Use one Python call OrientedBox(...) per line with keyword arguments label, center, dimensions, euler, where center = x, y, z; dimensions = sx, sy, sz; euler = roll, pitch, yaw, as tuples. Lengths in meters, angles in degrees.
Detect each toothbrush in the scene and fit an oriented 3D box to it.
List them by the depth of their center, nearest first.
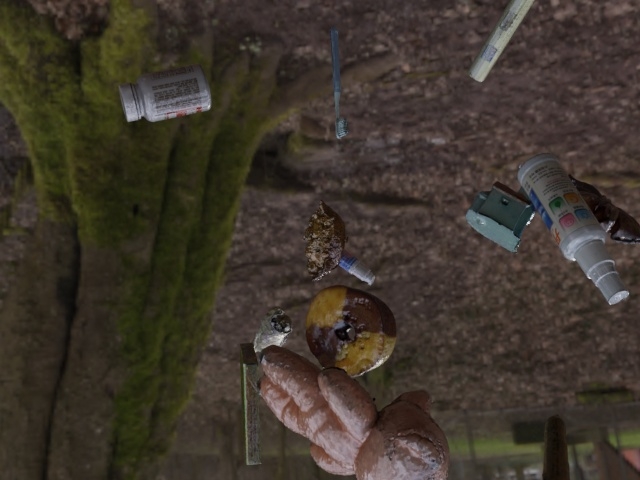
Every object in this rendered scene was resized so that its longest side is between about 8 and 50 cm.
OrientedBox(label="toothbrush", center=(0.029, -0.269, 1.460), dimensions=(0.019, 0.220, 0.016), euler=(-21, 150, 34))

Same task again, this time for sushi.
OrientedBox(label="sushi", center=(0.003, 0.000, 1.270), dimensions=(0.061, 0.118, 0.060), euler=(-8, 174, 42))

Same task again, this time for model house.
OrientedBox(label="model house", center=(0.435, -0.076, 2.001), dimensions=(0.148, 0.149, 0.119), euler=(34, 167, 15))

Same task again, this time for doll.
OrientedBox(label="doll", center=(0.053, 0.231, 1.155), dimensions=(0.156, 0.303, 0.201), euler=(-36, 149, -31))

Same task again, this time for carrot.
OrientedBox(label="carrot", center=(0.489, 0.491, 1.800), dimensions=(0.070, 0.342, 0.070), euler=(6, 129, 7))

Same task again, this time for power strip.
OrientedBox(label="power strip", center=(0.323, -0.379, 1.423), dimensions=(0.034, 0.092, 0.268), euler=(33, 136, 4))

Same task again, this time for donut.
OrientedBox(label="donut", center=(0.060, 0.166, 1.585), dimensions=(0.184, 0.166, 0.073), euler=(-4, 172, 42))

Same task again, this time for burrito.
OrientedBox(label="burrito", center=(-0.097, 0.183, 1.729), dimensions=(0.063, 0.058, 0.229), euler=(39, 151, 6))

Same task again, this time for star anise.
OrientedBox(label="star anise", center=(0.597, -0.045, 1.863), dimensions=(0.272, 0.272, 0.103), euler=(13, 117, -46))

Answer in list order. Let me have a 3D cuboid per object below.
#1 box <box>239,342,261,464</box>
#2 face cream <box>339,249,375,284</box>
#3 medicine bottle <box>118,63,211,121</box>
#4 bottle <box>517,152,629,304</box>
OrientedBox(label="box", center=(-0.130, 0.299, 1.597), dimensions=(0.030, 0.193, 0.121), euler=(-2, -169, -8))
OrientedBox(label="face cream", center=(0.057, 0.045, 1.773), dimensions=(0.130, 0.034, 0.034), euler=(37, 167, 12))
OrientedBox(label="medicine bottle", center=(-0.255, -0.239, 1.417), dimensions=(0.140, 0.079, 0.079), euler=(-15, 165, -14))
OrientedBox(label="bottle", center=(0.314, -0.015, 1.065), dimensions=(0.060, 0.217, 0.060), euler=(-14, 142, -11))
